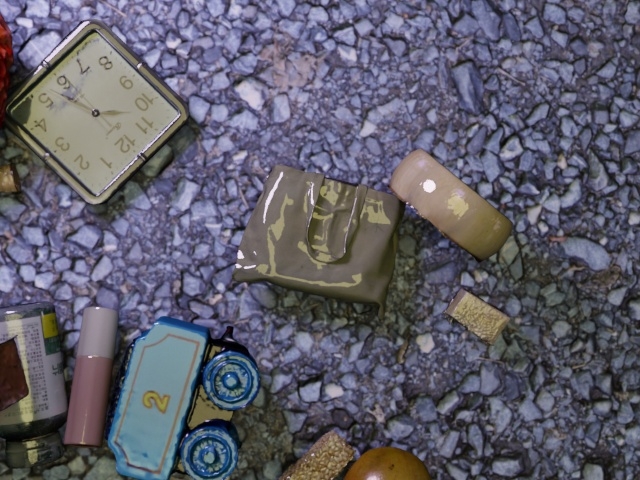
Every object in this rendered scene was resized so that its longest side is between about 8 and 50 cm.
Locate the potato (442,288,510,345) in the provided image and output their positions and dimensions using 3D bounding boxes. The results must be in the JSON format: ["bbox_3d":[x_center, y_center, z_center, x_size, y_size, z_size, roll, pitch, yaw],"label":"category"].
[{"bbox_3d":[0.323,0.157,1.816,0.122,0.061,0.086,33,86,-7],"label":"potato"}]

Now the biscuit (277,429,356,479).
[{"bbox_3d":[-0.011,0.452,1.748,0.082,0.070,0.168,45,85,-3],"label":"biscuit"}]

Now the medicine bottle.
[{"bbox_3d":[-0.544,0.265,1.621,0.142,0.141,0.293,-7,90,-10],"label":"medicine bottle"}]

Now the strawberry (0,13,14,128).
[{"bbox_3d":[-0.650,-0.278,1.601,0.265,0.149,0.336,6,105,25],"label":"strawberry"}]

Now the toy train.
[{"bbox_3d":[-0.257,0.296,1.654,0.265,0.188,0.300,15,88,-5],"label":"toy train"}]

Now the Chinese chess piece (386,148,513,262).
[{"bbox_3d":[0.252,-0.069,1.708,0.257,0.257,0.104,37,98,-7],"label":"Chinese chess piece"}]

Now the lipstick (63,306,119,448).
[{"bbox_3d":[-0.426,0.255,1.643,0.070,0.070,0.254,7,71,-10],"label":"lipstick"}]

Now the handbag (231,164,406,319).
[{"bbox_3d":[0.004,-0.003,1.741,0.316,0.109,0.253,15,82,-9],"label":"handbag"}]

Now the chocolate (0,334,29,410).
[{"bbox_3d":[-0.647,0.269,1.539,0.321,0.112,0.111,-22,92,27],"label":"chocolate"}]

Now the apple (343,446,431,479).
[{"bbox_3d":[0.131,0.490,1.726,0.183,0.182,0.155,12,58,-9],"label":"apple"}]

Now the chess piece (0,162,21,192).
[{"bbox_3d":[-0.657,-0.101,1.654,0.172,0.060,0.060,-13,91,-7],"label":"chess piece"}]

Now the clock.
[{"bbox_3d":[-0.436,-0.247,1.696,0.279,0.049,0.273,45,83,-6],"label":"clock"}]
